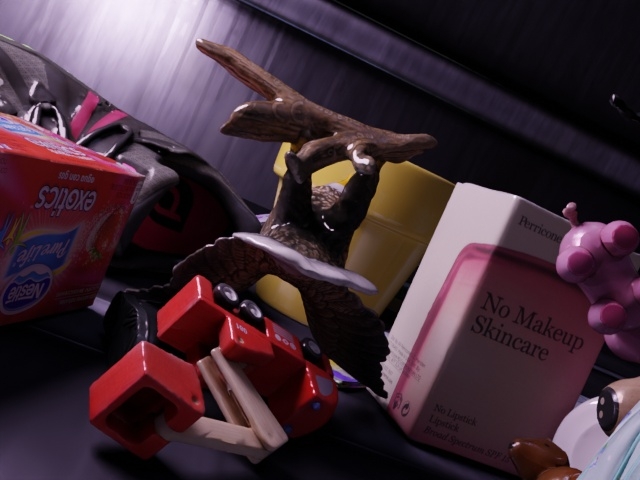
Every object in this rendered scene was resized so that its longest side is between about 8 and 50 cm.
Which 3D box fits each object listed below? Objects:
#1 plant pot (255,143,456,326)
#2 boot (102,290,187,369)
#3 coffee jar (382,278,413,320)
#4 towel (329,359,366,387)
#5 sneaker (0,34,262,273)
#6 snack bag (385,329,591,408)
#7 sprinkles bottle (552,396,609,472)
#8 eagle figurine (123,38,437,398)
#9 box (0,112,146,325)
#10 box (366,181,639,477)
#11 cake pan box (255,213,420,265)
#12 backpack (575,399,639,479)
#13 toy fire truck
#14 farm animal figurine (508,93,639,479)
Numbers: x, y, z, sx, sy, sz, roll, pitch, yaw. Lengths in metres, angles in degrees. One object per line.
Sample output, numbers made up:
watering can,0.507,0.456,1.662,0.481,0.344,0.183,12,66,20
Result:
plant pot,0.034,-0.007,1.013,0.253,0.239,0.254,24,5,-2
boot,-0.104,0.080,0.555,0.099,0.045,0.121,27,3,-24
coffee jar,0.098,0.084,1.316,0.184,0.079,0.096,24,3,6
towel,0.015,0.132,0.768,0.060,0.010,0.083,28,5,30
sneaker,-0.252,-0.084,0.788,0.482,0.185,0.202,19,3,-38
snack bag,0.250,0.199,1.062,0.323,0.037,0.342,25,4,17
sprinkles bottle,0.342,0.219,0.758,0.121,0.121,0.355,27,5,36
eagle figurine,-0.022,0.017,0.634,0.225,0.298,0.226,-11,50,-37
box,-0.237,-0.022,0.511,0.128,0.123,0.257,25,4,6
box,0.168,0.082,0.719,0.148,0.233,0.127,22,4,-16
cake pan box,0.000,0.000,1.246,0.266,0.070,0.246,-6,11,-11
backpack,0.161,0.142,0.304,0.151,0.182,0.115,26,5,12
toy fire truck,-0.054,0.093,0.484,0.192,0.047,0.135,38,20,-34
farm animal figurine,0.290,0.104,0.520,0.326,0.331,0.172,24,0,10
